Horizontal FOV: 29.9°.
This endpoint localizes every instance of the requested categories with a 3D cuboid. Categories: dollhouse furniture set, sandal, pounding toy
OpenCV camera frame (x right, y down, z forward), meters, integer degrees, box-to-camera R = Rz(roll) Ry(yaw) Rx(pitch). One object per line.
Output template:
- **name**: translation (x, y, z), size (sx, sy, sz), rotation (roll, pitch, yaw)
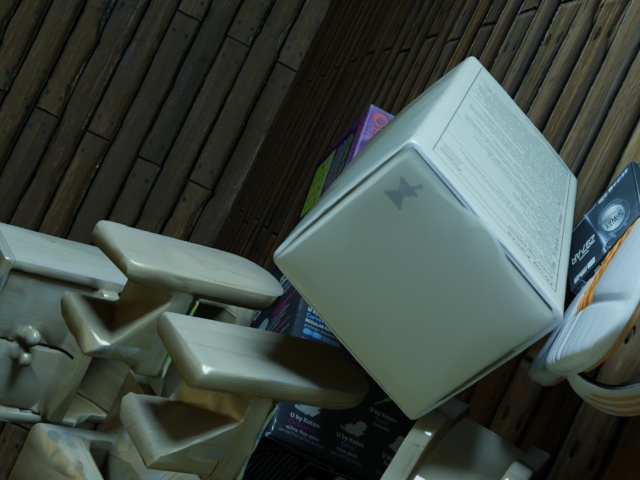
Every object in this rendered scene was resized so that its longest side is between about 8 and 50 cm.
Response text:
- **dollhouse furniture set**: translation (-0.133, 0.168, 0.963), size (0.394, 0.257, 0.362), rotation (46, 115, 49)
- **sandal**: translation (0.187, 0.057, 0.722), size (0.102, 0.076, 0.265), rotation (-56, -10, -6)
- **pounding toy**: translation (0.077, 0.249, 0.772), size (0.269, 0.155, 0.154), rotation (-57, -18, -10)

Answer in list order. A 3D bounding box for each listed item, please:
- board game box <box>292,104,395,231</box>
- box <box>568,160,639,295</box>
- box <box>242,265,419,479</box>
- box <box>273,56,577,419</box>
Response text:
- **board game box**: translation (0.000, 0.000, 1.659), size (0.208, 0.056, 0.346), rotation (130, 162, -62)
- **box**: translation (0.208, -0.007, 0.860), size (0.083, 0.018, 0.067), rotation (-55, 15, 35)
- **box**: translation (0.003, 0.135, 1.126), size (0.165, 0.143, 0.270), rotation (-50, 19, 44)
- **box**: translation (0.090, -0.019, 0.850), size (0.121, 0.148, 0.311), rotation (-38, 4, 22)
